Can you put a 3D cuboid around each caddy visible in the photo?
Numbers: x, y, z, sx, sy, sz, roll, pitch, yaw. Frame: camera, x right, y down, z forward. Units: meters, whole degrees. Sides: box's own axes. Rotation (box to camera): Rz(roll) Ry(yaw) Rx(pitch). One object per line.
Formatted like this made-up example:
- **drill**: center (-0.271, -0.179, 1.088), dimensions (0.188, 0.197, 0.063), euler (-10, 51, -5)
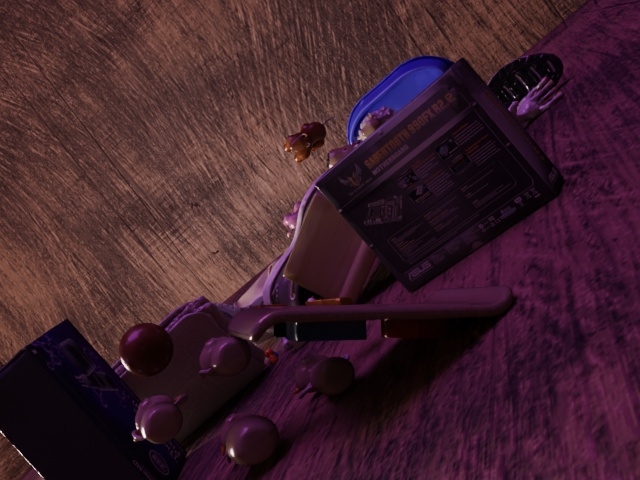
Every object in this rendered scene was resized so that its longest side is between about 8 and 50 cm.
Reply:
- **caddy**: center (0.219, -0.285, 2.072), dimensions (0.341, 0.241, 0.179), euler (-39, 9, 14)

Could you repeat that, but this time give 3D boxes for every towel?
- **towel**: center (-0.229, 0.225, 1.314), dimensions (0.282, 0.187, 0.049), euler (-43, 39, -2)

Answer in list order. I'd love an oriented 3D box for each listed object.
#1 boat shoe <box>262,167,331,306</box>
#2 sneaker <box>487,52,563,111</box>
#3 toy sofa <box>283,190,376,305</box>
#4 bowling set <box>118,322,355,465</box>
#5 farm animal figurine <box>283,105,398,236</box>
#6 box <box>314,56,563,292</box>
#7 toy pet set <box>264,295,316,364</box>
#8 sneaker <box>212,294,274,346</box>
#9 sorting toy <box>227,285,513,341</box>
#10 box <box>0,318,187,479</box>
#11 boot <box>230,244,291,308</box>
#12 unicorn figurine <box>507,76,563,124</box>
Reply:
- **boat shoe**: center (0.003, 0.002, 1.561), dimensions (0.091, 0.109, 0.305), euler (4, 63, 49)
- **sneaker**: center (0.366, -0.283, 1.724), dimensions (0.271, 0.100, 0.108), euler (-38, 0, 36)
- **toy sofa**: center (0.096, -0.028, 1.366), dimensions (0.150, 0.177, 0.362), euler (-66, -8, 27)
- **bowling set**: center (-0.122, 0.159, 0.915), dimensions (0.287, 0.200, 0.154), euler (-38, 2, -15)
- **farm animal figurine**: center (0.082, -0.114, 1.738), dimensions (0.327, 0.330, 0.172), euler (-11, -13, -27)
- **box**: center (0.134, -0.070, 1.013), dimensions (0.231, 0.183, 0.056), euler (-39, 5, 34)
- **toy pet set**: center (-0.052, 0.134, 1.356), dimensions (0.122, 0.065, 0.114), euler (-41, 4, -1)
- **sneaker**: center (-0.159, 0.169, 1.576), dimensions (0.232, 0.090, 0.115), euler (-7, -30, -28)
- **sorting toy**: center (0.027, 0.078, 0.850), dimensions (0.229, 0.041, 0.307), euler (-5, -3, -12)
- **box**: center (-0.309, 0.246, 1.143), dimensions (0.103, 0.261, 0.184), euler (-40, 5, 7)
- **boot**: center (-0.100, 0.114, 1.809), dimensions (0.203, 0.095, 0.262), euler (-47, -1, 4)
- **unicorn figurine**: center (0.378, -0.245, 1.557), dimensions (0.111, 0.060, 0.162), euler (-40, -12, 14)
